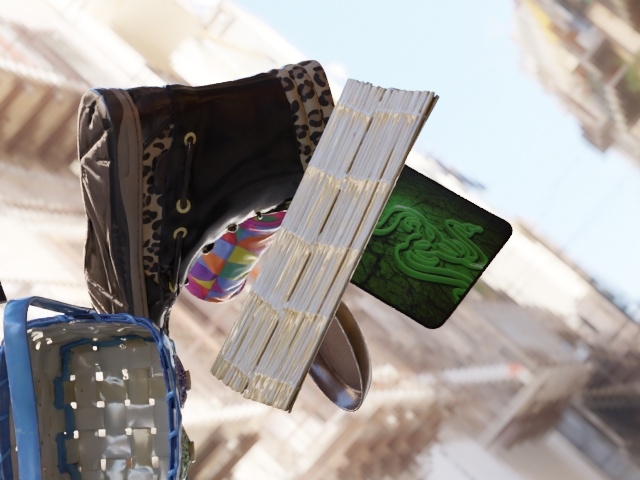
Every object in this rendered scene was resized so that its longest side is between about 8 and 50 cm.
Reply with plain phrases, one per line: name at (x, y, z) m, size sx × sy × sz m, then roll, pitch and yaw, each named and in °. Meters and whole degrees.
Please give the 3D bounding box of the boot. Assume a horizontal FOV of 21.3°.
boot at (-0.121, -0.024, 1.921) m, size 0.284 × 0.138 × 0.377 m, roll -17°, pitch -59°, yaw -25°

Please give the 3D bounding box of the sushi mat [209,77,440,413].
sushi mat at (0.000, 0.000, 1.546) m, size 0.019 × 0.151 × 0.316 m, roll 26°, pitch -93°, yaw -33°

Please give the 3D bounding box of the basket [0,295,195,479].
basket at (-0.239, 0.181, 1.705) m, size 0.289 × 0.201 × 0.254 m, roll 2°, pitch -97°, yaw -72°

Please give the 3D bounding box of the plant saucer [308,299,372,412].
plant saucer at (0.010, 0.109, 1.881) m, size 0.029 × 0.168 × 0.168 m, roll -26°, pitch -25°, yaw -23°

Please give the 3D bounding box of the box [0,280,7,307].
box at (-0.477, -0.027, 1.803) m, size 0.216 × 0.270 × 0.060 m, roll -15°, pitch -9°, yaw -42°

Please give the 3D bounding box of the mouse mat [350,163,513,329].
mouse mat at (0.081, -0.006, 1.732) m, size 0.152 × 0.190 × 0.007 m, roll -50°, pitch -20°, yaw -25°

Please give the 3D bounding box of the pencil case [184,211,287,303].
pencil case at (-0.107, -0.008, 2.179) m, size 0.104 × 0.104 × 0.236 m, roll -36°, pitch -10°, yaw -36°
